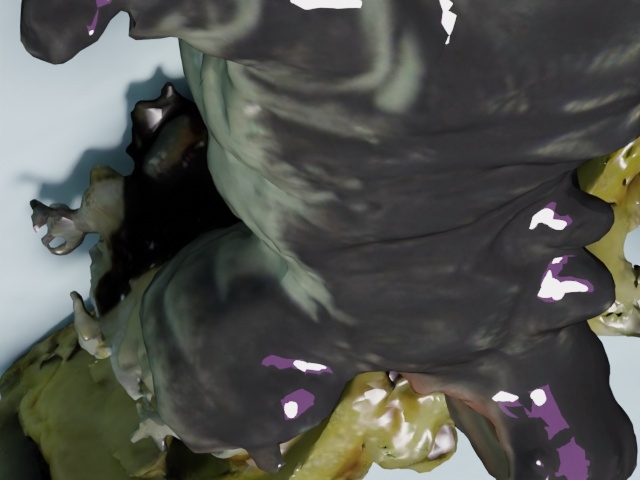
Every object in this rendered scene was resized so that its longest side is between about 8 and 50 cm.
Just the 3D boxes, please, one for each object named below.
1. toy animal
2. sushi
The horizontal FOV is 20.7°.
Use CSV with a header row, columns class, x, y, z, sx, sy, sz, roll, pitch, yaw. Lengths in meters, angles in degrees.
class,x,y,z,sx,sy,sz,roll,pitch,yaw
toy animal,0.021,-0.052,0.374,0.168,0.106,0.343,1,137,-11
sushi,0.005,0.002,0.547,0.291,0.139,0.131,-43,132,15
